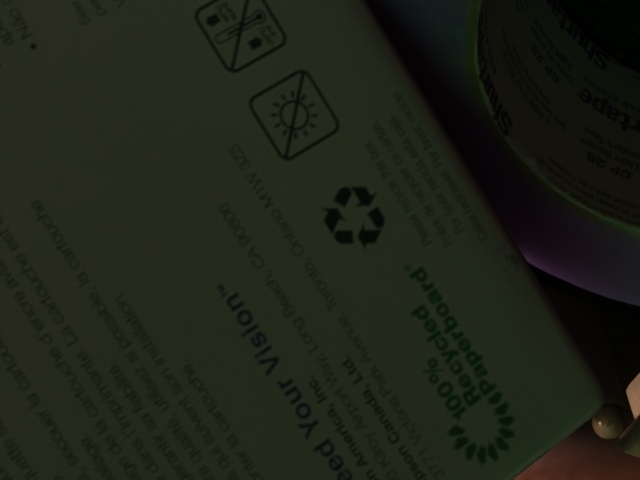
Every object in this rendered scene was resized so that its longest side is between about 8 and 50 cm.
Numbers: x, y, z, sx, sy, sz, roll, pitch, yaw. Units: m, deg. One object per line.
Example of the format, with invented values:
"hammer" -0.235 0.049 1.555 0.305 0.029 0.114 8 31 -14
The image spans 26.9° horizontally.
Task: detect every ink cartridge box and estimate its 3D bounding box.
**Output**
"ink cartridge box" -0.136 -0.006 0.336 0.324 0.330 0.071 59 158 -3

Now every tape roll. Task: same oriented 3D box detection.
"tape roll" 0.114 -0.071 0.392 0.189 0.080 0.189 13 136 13

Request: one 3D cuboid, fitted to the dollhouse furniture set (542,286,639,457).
"dollhouse furniture set" -0.041 0.157 0.500 0.356 0.174 0.303 17 127 -19
